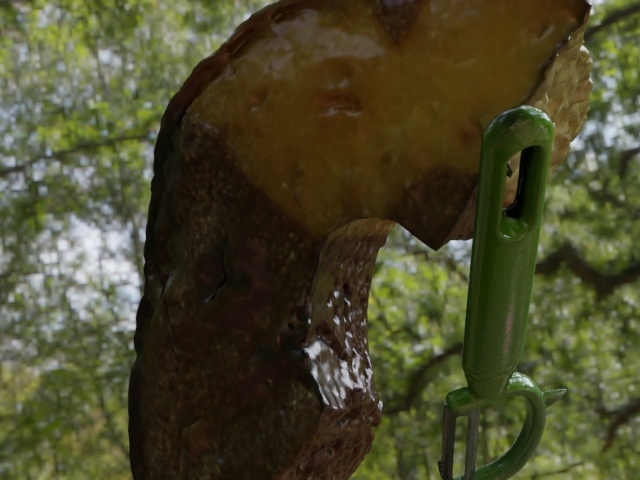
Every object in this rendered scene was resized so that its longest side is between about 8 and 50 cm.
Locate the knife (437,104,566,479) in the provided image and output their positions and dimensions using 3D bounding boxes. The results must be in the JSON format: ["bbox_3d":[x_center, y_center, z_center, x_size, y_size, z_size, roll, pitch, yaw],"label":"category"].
[{"bbox_3d":[0.073,0.030,0.462,0.054,0.015,0.212,-16,-42,-11],"label":"knife"}]

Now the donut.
[{"bbox_3d":[0.000,0.000,0.570,0.112,0.151,0.295,16,-69,-56],"label":"donut"}]
